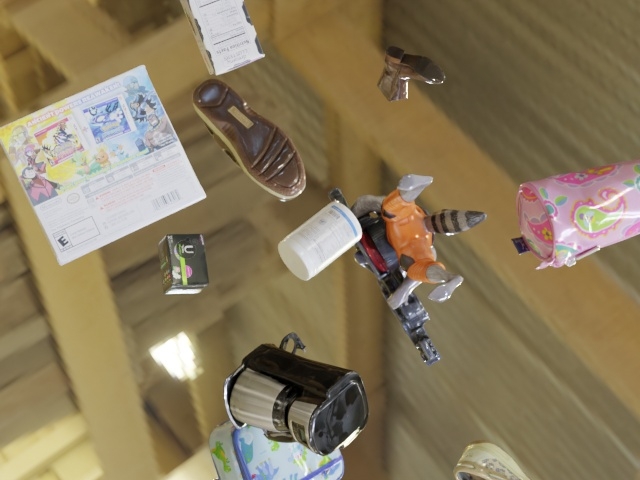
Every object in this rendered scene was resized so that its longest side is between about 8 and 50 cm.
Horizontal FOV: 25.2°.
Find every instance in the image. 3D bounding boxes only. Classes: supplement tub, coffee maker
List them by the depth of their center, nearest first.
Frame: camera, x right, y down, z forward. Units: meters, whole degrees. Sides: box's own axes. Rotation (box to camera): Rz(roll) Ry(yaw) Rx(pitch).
[{"bbox_3d":[-0.023,0.211,2.042,0.178,0.171,0.120,14,-26,37],"label":"coffee maker"},{"bbox_3d":[0.000,0.000,2.052,0.071,0.107,0.071,42,-23,23],"label":"supplement tub"}]

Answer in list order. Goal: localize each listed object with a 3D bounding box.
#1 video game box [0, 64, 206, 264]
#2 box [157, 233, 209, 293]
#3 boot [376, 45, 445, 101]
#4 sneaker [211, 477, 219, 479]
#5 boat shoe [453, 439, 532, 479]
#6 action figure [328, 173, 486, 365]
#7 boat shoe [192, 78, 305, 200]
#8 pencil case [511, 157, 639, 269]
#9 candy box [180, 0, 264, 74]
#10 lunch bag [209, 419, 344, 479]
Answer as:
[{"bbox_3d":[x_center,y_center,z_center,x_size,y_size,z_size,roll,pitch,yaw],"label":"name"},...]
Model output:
[{"bbox_3d":[-0.276,-0.094,1.795,0.187,0.205,0.048,66,-13,-6],"label":"video game box"},{"bbox_3d":[-0.213,0.037,2.221,0.052,0.062,0.083,140,-55,-61],"label":"box"},{"bbox_3d":[0.140,-0.247,2.249,0.106,0.037,0.114,31,-29,12],"label":"boot"},{"bbox_3d":[-0.107,0.487,2.359,0.232,0.090,0.081,33,-38,11],"label":"sneaker"},{"bbox_3d":[0.341,0.455,2.383,0.285,0.089,0.104,37,-57,8],"label":"boat shoe"},{"bbox_3d":[0.169,0.030,2.376,0.341,0.179,0.330,61,-9,-6],"label":"action figure"},{"bbox_3d":[-0.113,-0.159,2.387,0.257,0.095,0.095,51,-16,19],"label":"boat shoe"},{"bbox_3d":[0.395,-0.050,1.868,0.124,0.284,0.124,164,-90,-77],"label":"pencil case"},{"bbox_3d":[-0.144,-0.316,1.854,0.165,0.070,0.196,-137,-154,-79],"label":"candy box"},{"bbox_3d":[-0.065,0.350,2.318,0.090,0.219,0.176,-15,-86,44],"label":"lunch bag"}]
